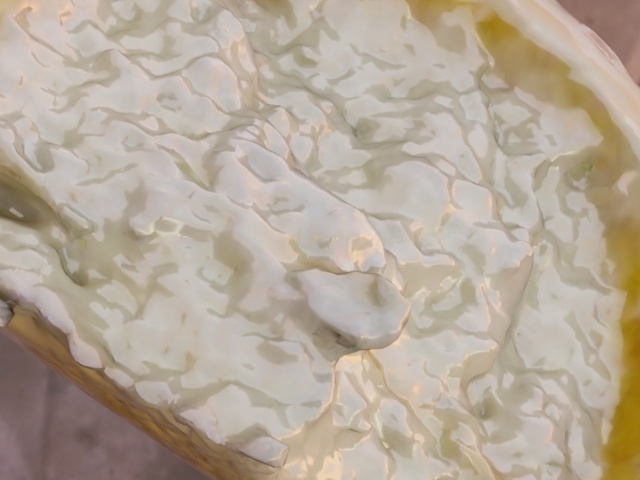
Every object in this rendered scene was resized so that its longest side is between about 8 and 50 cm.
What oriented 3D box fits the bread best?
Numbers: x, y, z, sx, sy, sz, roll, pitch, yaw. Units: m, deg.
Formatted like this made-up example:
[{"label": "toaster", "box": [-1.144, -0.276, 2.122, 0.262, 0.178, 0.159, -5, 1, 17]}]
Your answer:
[{"label": "bread", "box": [-0.015, 0.022, 0.736, 0.424, 0.245, 0.329, 35, 41, -3]}]
